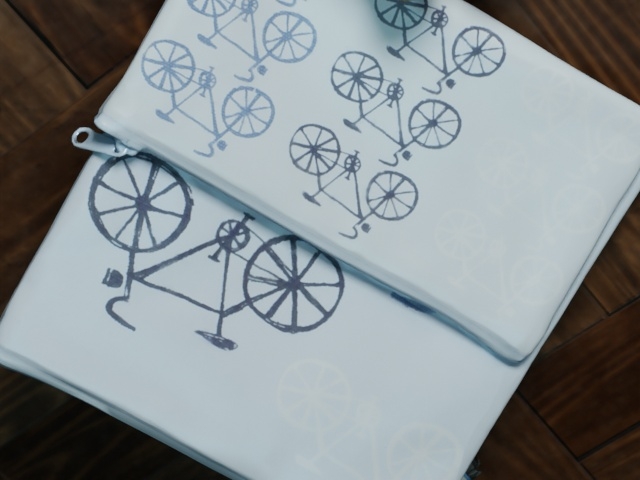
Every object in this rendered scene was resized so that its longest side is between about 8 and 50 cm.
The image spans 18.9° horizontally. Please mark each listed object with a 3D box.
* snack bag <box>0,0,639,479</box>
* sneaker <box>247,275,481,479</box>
[{"bbox_3d":[0.000,0.000,1.175,0.323,0.037,0.342,30,96,-12],"label":"snack bag"},{"bbox_3d":[0.009,0.083,1.254,0.237,0.085,0.086,42,103,-11],"label":"sneaker"}]
